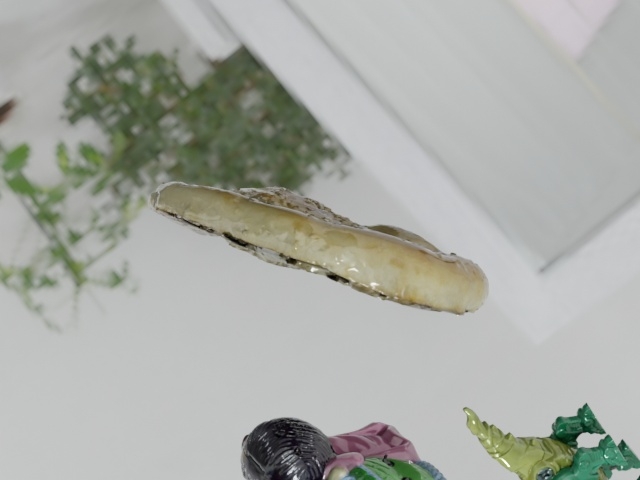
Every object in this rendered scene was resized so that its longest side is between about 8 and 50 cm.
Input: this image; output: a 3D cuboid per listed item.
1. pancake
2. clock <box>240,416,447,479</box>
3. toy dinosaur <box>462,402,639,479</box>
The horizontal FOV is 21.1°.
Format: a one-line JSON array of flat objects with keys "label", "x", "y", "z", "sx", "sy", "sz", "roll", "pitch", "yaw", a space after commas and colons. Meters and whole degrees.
[{"label": "pancake", "x": 0.000, "y": 0.000, "z": 1.837, "sx": 0.387, "sy": 0.387, "sz": 0.082, "roll": 18, "pitch": 89, "yaw": -77}, {"label": "clock", "x": 0.024, "y": 0.262, "z": 1.881, "sx": 0.195, "sy": 0.194, "sz": 0.100, "roll": 7, "pitch": 109, "yaw": -33}, {"label": "toy dinosaur", "x": 0.227, "y": 0.222, "z": 1.657, "sx": 0.153, "sy": 0.259, "sz": 0.094, "roll": -35, "pitch": -147, "yaw": 2}]
